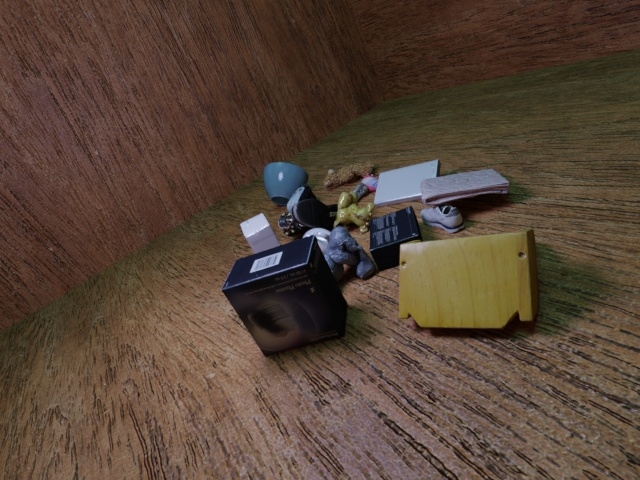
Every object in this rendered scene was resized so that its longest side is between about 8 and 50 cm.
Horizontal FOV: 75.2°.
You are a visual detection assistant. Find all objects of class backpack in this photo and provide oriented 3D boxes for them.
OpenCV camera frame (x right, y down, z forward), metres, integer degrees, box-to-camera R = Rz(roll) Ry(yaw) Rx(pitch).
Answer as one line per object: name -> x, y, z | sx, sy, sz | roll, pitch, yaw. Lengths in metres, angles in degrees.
backpack -> -0.107, -0.215, 2.388 | 0.115, 0.152, 0.182 | -11, 39, 42

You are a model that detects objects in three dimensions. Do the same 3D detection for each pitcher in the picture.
pitcher -> 0.000, 0.000, 1.774 | 0.207, 0.178, 0.125 | 7, 69, 48

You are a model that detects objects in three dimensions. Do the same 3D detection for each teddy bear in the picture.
teddy bear -> 0.172, -0.417, 2.546 | 0.338, 0.113, 0.245 | -11, 25, 30

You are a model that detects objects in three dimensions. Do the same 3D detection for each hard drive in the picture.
hard drive -> 0.415, -0.272, 2.001 | 0.307, 0.040, 0.203 | -8, 53, 35

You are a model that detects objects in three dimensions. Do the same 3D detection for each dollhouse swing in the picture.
dollhouse swing -> 0.456, 0.113, 1.229 | 0.347, 0.305, 0.315 | -7, 71, 35

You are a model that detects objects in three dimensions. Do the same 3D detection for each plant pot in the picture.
plant pot -> -0.233, -0.337, 2.635 | 0.290, 0.290, 0.195 | -7, 66, 37

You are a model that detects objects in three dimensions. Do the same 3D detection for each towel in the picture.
towel -> 0.569, -0.220, 1.690 | 0.317, 0.053, 0.332 | -7, 16, 15

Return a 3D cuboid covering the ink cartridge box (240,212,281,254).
ink cartridge box -> -0.223, 0.042, 1.777 | 0.115, 0.273, 0.198 | -28, 24, -7

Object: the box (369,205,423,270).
box -> 0.291, -0.014, 1.601 | 0.184, 0.103, 0.261 | -21, 23, 17

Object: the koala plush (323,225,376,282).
koala plush -> 0.051, 0.080, 1.565 | 0.221, 0.203, 0.196 | -39, 24, -2

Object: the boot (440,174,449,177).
boot -> 0.558, -0.268, 1.945 | 0.118, 0.042, 0.087 | -18, 32, 33

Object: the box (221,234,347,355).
box -> -0.102, 0.183, 1.340 | 0.296, 0.294, 0.182 | -18, 27, 17

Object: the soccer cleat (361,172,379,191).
soccer cleat -> 0.302, -0.294, 2.225 | 0.095, 0.083, 0.248 | -61, 34, 2

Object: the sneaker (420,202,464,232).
sneaker -> 0.469, -0.107, 1.628 | 0.090, 0.095, 0.235 | -33, 23, -13

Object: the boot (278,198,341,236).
boot -> -0.085, -0.100, 1.986 | 0.284, 0.138, 0.377 | -13, -3, 34

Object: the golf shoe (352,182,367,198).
golf shoe -> 0.180, -0.231, 2.235 | 0.176, 0.069, 0.086 | -41, -7, -13

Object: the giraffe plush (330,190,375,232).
giraffe plush -> 0.167, -0.123, 1.906 | 0.170, 0.181, 0.210 | 15, 31, 26
